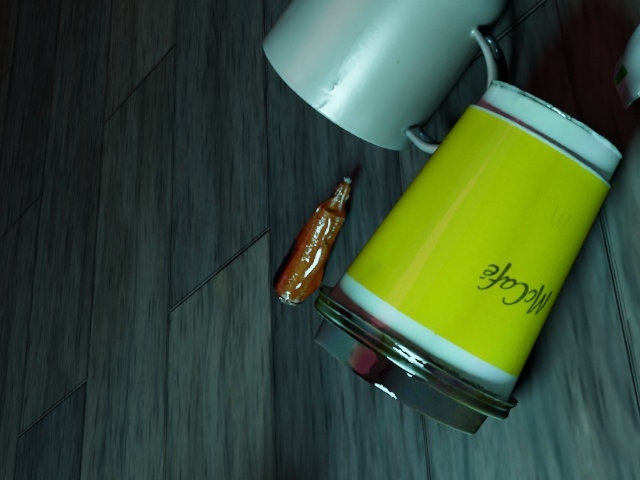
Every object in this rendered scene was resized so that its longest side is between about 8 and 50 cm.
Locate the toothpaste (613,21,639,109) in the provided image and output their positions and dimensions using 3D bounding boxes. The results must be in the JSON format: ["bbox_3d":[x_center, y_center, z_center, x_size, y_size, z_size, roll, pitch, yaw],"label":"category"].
[{"bbox_3d":[0.336,-0.233,0.966,0.301,0.048,0.075,-51,47,33],"label":"toothpaste"}]

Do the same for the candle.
[{"bbox_3d":[0.000,0.000,1.373,0.053,0.048,0.162,37,109,27],"label":"candle"}]

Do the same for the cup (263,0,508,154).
[{"bbox_3d":[0.093,-0.208,1.224,0.253,0.191,0.200,49,115,23],"label":"cup"}]

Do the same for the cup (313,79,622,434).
[{"bbox_3d":[0.130,0.016,1.029,0.279,0.196,0.196,-58,32,3],"label":"cup"}]
